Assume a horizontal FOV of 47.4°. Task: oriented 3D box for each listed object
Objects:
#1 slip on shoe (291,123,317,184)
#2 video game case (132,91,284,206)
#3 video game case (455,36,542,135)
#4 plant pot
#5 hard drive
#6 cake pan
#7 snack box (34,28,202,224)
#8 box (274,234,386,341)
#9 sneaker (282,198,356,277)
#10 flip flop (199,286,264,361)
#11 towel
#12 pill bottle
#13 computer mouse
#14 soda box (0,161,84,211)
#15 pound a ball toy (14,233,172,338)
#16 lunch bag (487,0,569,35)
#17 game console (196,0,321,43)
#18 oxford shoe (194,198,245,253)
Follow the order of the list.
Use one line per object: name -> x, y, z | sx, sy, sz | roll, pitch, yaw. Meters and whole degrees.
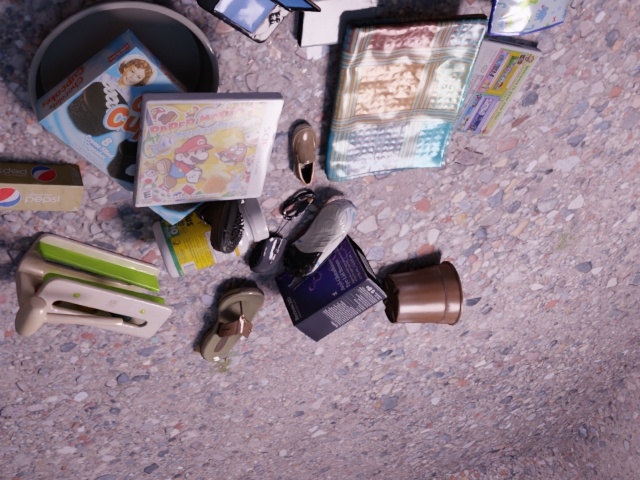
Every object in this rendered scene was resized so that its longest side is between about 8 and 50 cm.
slip on shoe -> -0.030, -0.166, 1.423 | 0.051, 0.041, 0.135 | -11, 139, -19
video game case -> -0.184, -0.147, 1.186 | 0.227, 0.026, 0.206 | -6, 135, -27
video game case -> 0.320, -0.308, 1.475 | 0.193, 0.023, 0.212 | 1, 134, -30
plant pot -> 0.252, 0.140, 1.849 | 0.165, 0.167, 0.167 | -4, 137, -15
hard drive -> 0.030, -0.378, 1.231 | 0.135, 0.022, 0.094 | -12, 139, -18
cake pan -> -0.309, -0.256, 1.154 | 0.293, 0.054, 0.293 | -16, 141, -13
snack box -> -0.272, -0.169, 1.180 | 0.187, 0.060, 0.322 | -35, 141, 9
box -> 0.021, 0.109, 1.677 | 0.207, 0.153, 0.108 | -35, 141, 9
sneaker -> 0.000, 0.000, 1.604 | 0.086, 0.085, 0.237 | -21, 158, -52
flip flop -> -0.206, 0.208, 1.719 | 0.112, 0.080, 0.277 | 6, 132, -34
towel -> 0.152, -0.259, 1.385 | 0.271, 0.040, 0.370 | -8, 143, -14
pill bottle -> -0.213, -0.013, 1.433 | 0.208, 0.117, 0.117 | -19, 141, -8
computer mouse -> -0.081, -0.011, 1.574 | 0.071, 0.041, 0.242 | 11, 128, -36
soda box -> -0.499, -0.091, 1.231 | 0.181, 0.058, 0.061 | 1, 134, -29
pound a ball toy -> -0.447, 0.126, 1.388 | 0.319, 0.208, 0.136 | 21, 122, -44
lunch bag -> 0.367, -0.440, 1.293 | 0.151, 0.096, 0.129 | -24, 143, -19
game console -> -0.096, -0.363, 1.127 | 0.144, 0.085, 0.124 | 23, 121, -43
oxford shoe -> -0.190, -0.050, 1.322 | 0.096, 0.227, 0.083 | -11, 127, 3
